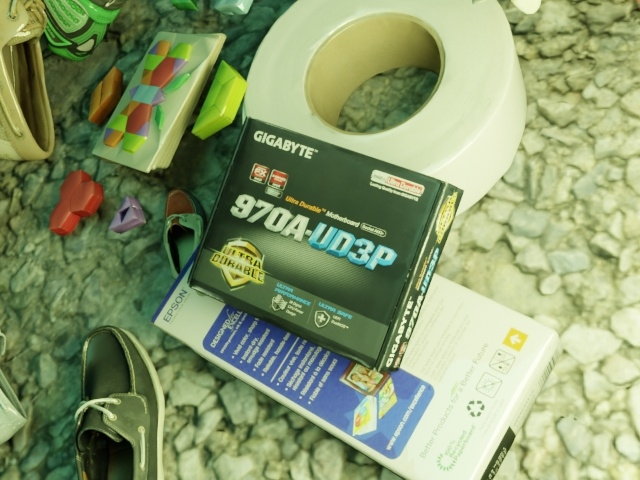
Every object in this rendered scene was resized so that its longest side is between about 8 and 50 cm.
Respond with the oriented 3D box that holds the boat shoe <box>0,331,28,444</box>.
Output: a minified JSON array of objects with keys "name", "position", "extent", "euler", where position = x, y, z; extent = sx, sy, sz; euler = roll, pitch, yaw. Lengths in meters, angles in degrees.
[{"name":"boat shoe","position":[-0.382,0.126,1.049],"extent":[0.081,0.079,0.228],"euler":[-30,63,-6]}]

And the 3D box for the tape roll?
[{"name":"tape roll","position":[0.066,-0.149,0.991],"extent":[0.286,0.100,0.286],"euler":[-9,63,17]}]

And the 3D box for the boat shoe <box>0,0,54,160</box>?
[{"name":"boat shoe","position":[-0.378,-0.264,1.136],"extent":[0.110,0.341,0.122],"euler":[4,22,16]}]

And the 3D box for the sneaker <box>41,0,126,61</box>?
[{"name":"sneaker","position":[-0.392,-0.365,1.242],"extent":[0.343,0.134,0.146],"euler":[46,114,26]}]

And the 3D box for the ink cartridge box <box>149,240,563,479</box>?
[{"name":"ink cartridge box","position":[0.024,0.091,0.909],"extent":[0.370,0.069,0.176],"euler":[26,77,27]}]

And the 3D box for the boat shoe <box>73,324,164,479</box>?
[{"name":"boat shoe","position":[-0.205,0.183,0.946],"extent":[0.084,0.079,0.233],"euler":[-21,58,12]}]

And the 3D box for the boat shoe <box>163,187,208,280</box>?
[{"name":"boat shoe","position":[-0.149,-0.004,1.036],"extent":[0.049,0.043,0.137],"euler":[-22,58,12]}]

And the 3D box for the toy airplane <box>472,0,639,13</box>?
[{"name":"toy airplane","position":[0.223,-0.381,0.910],"extent":[0.272,0.386,0.385],"euler":[-40,59,46]}]

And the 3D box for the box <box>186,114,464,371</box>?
[{"name":"box","position":[0.000,0.000,0.871],"extent":[0.220,0.051,0.175],"euler":[22,93,28]}]

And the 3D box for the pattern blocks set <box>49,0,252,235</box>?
[{"name":"pattern blocks set","position":[-0.187,-0.159,1.079],"extent":[0.285,0.026,0.325],"euler":[-2,64,44]}]
